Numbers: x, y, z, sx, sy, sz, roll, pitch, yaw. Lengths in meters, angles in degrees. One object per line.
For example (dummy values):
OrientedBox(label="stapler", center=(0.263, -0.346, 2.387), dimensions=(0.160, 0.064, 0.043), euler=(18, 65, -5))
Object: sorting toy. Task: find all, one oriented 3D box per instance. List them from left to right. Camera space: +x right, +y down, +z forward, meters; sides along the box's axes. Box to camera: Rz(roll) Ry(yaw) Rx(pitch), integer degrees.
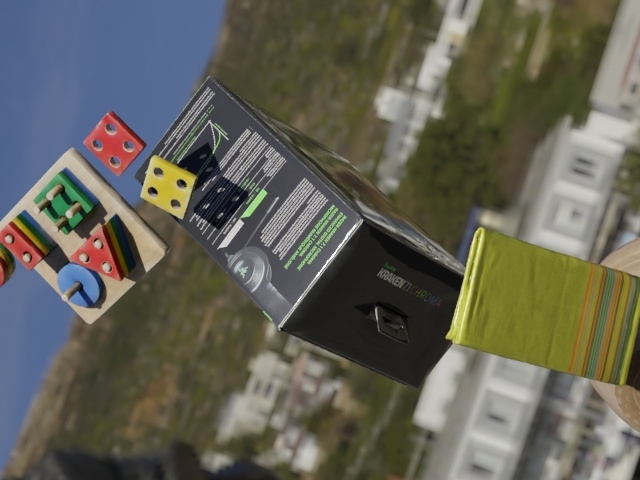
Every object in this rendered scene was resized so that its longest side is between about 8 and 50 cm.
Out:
OrientedBox(label="sorting toy", center=(-0.226, 0.000, 1.746), dimensions=(0.274, 0.132, 0.046), euler=(-41, 4, 36))

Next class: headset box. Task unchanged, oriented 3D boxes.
OrientedBox(label="headset box", center=(0.000, 0.000, 1.826), dimensions=(0.131, 0.283, 0.246), euler=(-52, -37, 8))

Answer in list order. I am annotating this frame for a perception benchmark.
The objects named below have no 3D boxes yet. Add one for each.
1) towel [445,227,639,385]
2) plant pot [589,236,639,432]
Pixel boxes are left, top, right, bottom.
OrientedBox(label="towel", center=(0.200, 0.060, 1.628), dimensions=(0.237, 0.021, 0.102), euler=(16, -95, -44))
OrientedBox(label="plant pot", center=(0.348, 0.116, 1.775), dimensions=(0.110, 0.237, 0.237), euler=(-53, -21, -52))
